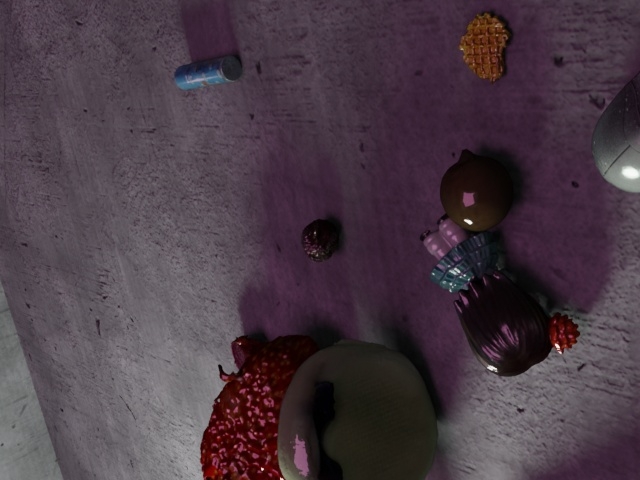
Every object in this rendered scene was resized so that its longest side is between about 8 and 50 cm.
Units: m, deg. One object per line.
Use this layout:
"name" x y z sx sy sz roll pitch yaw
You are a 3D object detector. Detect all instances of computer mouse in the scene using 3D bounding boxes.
"computer mouse" 0.373 -0.130 0.889 0.113 0.068 0.229 52 141 15

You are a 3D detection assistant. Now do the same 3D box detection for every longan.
"longan" 0.208 -0.068 1.105 0.113 0.092 0.113 171 90 -71

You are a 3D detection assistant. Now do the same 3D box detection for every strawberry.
"strawberry" -0.098 0.338 1.540 0.292 0.292 0.344 16 119 45

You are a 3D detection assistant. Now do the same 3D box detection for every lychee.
"lychee" 0.000 0.000 1.410 0.083 0.067 0.068 85 173 -60

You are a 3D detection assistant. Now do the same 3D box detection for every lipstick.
"lipstick" -0.208 -0.307 1.508 0.158 0.048 0.048 4 112 49

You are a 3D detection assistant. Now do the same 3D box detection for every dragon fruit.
"dragon fruit" -0.141 0.243 1.719 0.112 0.068 0.126 59 156 27

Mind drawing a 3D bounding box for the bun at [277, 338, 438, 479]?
"bun" 0.043 0.310 1.360 0.187 0.293 0.293 -8 103 58

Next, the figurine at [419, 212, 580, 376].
"figurine" 0.236 0.070 1.140 0.138 0.110 0.246 -44 67 33

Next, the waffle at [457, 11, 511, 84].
"waffle" 0.213 -0.251 1.059 0.078 0.016 0.085 42 136 27
